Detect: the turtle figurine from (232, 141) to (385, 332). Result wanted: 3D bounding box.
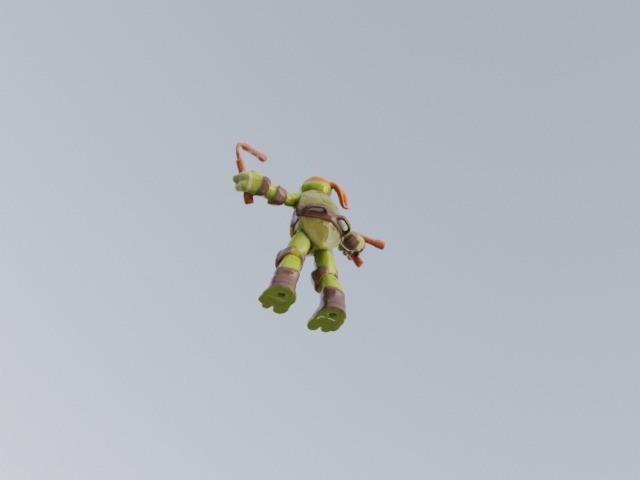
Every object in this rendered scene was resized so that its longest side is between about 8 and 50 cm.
[{"bbox_3d":[0.000,0.000,1.221,0.087,0.217,0.269,-27,-46,34],"label":"turtle figurine"}]
